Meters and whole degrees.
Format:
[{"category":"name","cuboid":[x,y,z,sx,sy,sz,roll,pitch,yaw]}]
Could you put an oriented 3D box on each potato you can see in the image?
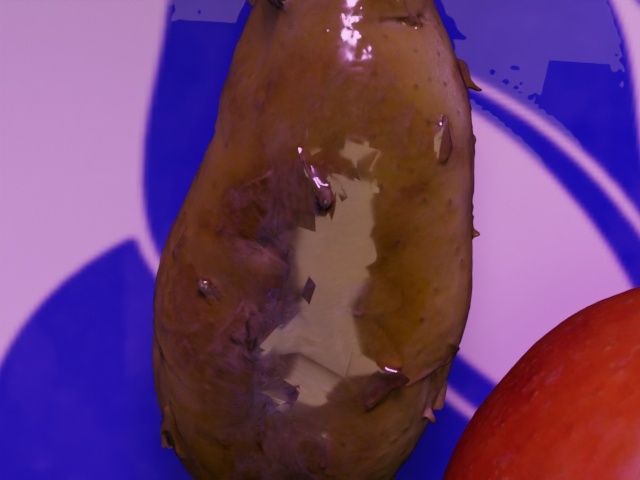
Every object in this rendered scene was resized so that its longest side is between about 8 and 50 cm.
[{"category":"potato","cuboid":[0.000,0.000,0.725,0.117,0.090,0.225,10,104,2]}]

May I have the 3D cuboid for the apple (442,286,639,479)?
[{"category":"apple","cuboid":[0.148,0.123,0.719,0.218,0.201,0.218,2,116,5]}]
